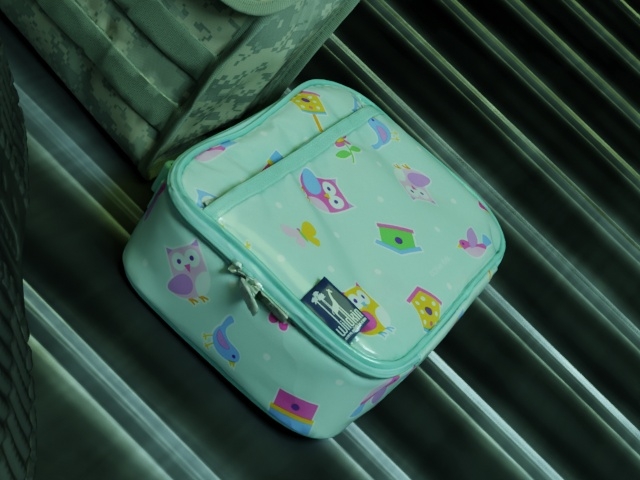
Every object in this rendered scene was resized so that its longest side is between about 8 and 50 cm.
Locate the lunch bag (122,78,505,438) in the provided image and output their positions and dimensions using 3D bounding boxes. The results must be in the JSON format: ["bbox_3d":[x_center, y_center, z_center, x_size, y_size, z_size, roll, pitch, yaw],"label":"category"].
[{"bbox_3d":[0.000,0.000,0.940,0.224,0.108,0.279,45,35,5],"label":"lunch bag"}]

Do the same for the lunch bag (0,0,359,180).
[{"bbox_3d":[-0.092,-0.227,0.944,0.235,0.287,0.169,49,35,9],"label":"lunch bag"}]

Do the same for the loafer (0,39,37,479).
[{"bbox_3d":[-0.230,0.035,0.700,0.130,0.133,0.366,-8,50,-2],"label":"loafer"}]
